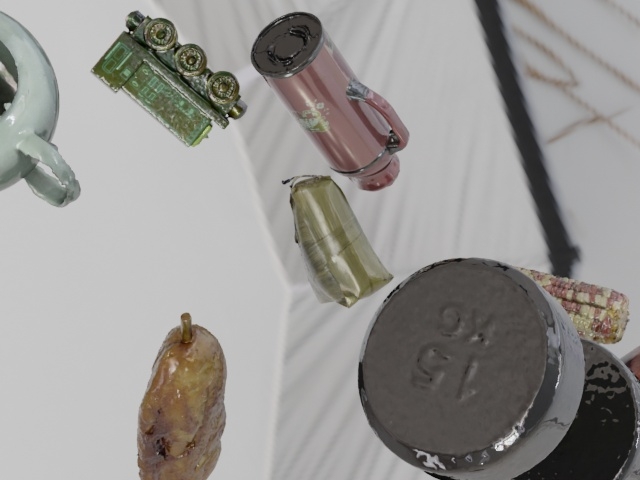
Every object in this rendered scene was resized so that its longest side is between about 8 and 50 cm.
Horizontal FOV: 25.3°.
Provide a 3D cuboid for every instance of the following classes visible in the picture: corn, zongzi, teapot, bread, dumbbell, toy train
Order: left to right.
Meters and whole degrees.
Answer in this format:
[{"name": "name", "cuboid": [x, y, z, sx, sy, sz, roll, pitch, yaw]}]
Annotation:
[{"name": "teapot", "cuboid": [-0.343, -0.136, 1.348, 0.193, 0.294, 0.129, -51, -175, -21]}, {"name": "toy train", "cuboid": [-0.221, -0.235, 2.118, 0.137, 0.225, 0.090, -49, -172, 1]}, {"name": "bread", "cuboid": [-0.147, 0.179, 1.559, 0.344, 0.084, 0.124, 102, 8, -55]}, {"name": "zongzi", "cuboid": [-0.002, -0.002, 2.096, 0.094, 0.205, 0.204, -29, -176, -19]}, {"name": "dumbbell", "cuboid": [0.188, 0.158, 1.381, 0.204, 0.203, 0.322, -24, 150, 19]}, {"name": "corn", "cuboid": [0.289, 0.075, 1.876, 0.237, 0.079, 0.079, 17, -148, 19]}]

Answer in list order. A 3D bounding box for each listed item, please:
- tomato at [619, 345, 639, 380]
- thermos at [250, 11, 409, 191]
[{"name": "tomato", "cuboid": [0.443, 0.227, 1.843, 0.208, 0.184, 0.208, -57, -167, 21]}, {"name": "thermos", "cuboid": [0.036, -0.183, 2.029, 0.136, 0.330, 0.109, -25, -132, 13]}]
